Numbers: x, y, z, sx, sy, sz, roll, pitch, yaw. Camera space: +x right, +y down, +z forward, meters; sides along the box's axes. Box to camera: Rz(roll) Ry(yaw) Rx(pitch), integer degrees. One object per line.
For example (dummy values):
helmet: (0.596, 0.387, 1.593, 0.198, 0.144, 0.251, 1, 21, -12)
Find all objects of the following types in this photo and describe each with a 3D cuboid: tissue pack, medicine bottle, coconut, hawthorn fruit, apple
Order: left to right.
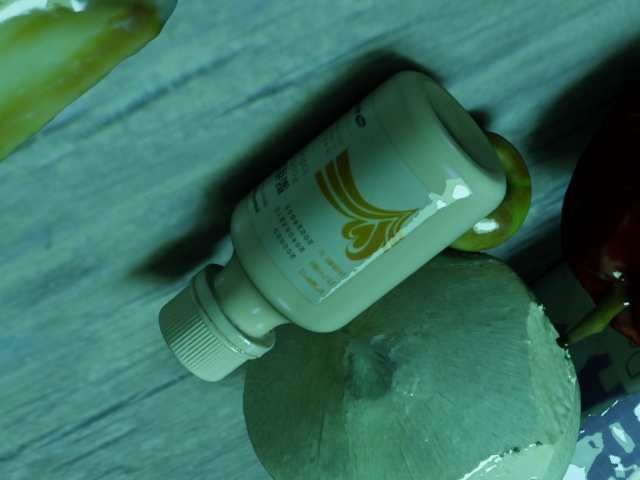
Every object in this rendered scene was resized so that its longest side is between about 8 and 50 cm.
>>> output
medicine bottle: (0.000, 0.000, 1.247, 0.252, 0.114, 0.114, -39, 154, 19)
coconut: (0.073, 0.114, 1.382, 0.245, 0.245, 0.247, -32, 161, 4)
apple: (0.108, -0.037, 1.329, 0.090, 0.089, 0.074, -21, -175, -18)
tissue pack: (0.199, 0.147, 1.589, 0.344, 0.242, 0.125, -37, 114, 15)
hawthorn fruit: (0.275, 0.003, 1.373, 0.266, 0.230, 0.210, -43, 169, -15)

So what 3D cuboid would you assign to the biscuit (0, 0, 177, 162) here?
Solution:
biscuit: (-0.231, -0.081, 0.908, 0.291, 0.062, 0.237, -38, 153, 16)
